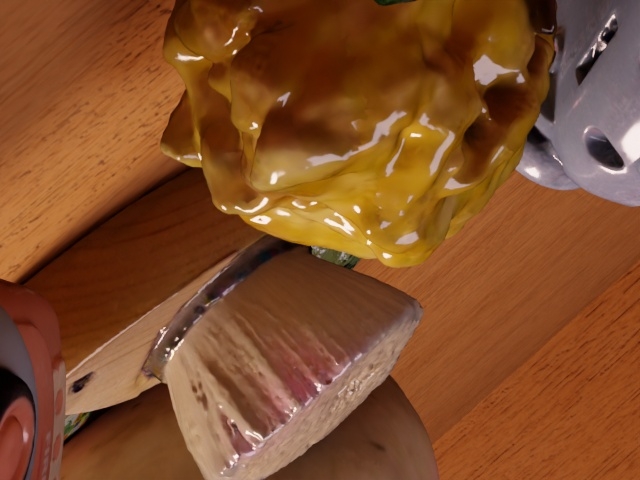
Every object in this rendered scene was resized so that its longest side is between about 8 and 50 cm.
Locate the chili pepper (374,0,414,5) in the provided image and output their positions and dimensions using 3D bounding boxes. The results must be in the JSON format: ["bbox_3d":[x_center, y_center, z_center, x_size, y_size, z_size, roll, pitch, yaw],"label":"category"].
[{"bbox_3d":[-0.016,-0.128,0.689,0.108,0.216,0.062,-23,120,-63],"label":"chili pepper"}]

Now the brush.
[{"bbox_3d":[-0.080,0.068,1.173,0.267,0.166,0.174,-27,160,-41],"label":"brush"}]

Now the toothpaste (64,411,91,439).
[{"bbox_3d":[-0.197,0.129,1.235,0.046,0.034,0.164,-56,173,24],"label":"toothpaste"}]

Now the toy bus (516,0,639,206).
[{"bbox_3d":[0.237,-0.146,1.084,0.197,0.232,0.294,119,-22,-43],"label":"toy bus"}]

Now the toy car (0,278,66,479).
[{"bbox_3d":[-0.207,0.128,0.866,0.212,0.181,0.270,-21,121,-76],"label":"toy car"}]

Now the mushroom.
[{"bbox_3d":[-0.069,0.243,1.381,0.353,0.353,0.325,-40,162,-11],"label":"mushroom"}]

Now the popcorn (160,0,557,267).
[{"bbox_3d":[0.028,-0.080,0.951,0.253,0.190,0.191,-29,-168,-37],"label":"popcorn"}]

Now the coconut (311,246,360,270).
[{"bbox_3d":[0.001,0.004,1.426,0.133,0.055,0.158,-38,167,-12],"label":"coconut"}]
